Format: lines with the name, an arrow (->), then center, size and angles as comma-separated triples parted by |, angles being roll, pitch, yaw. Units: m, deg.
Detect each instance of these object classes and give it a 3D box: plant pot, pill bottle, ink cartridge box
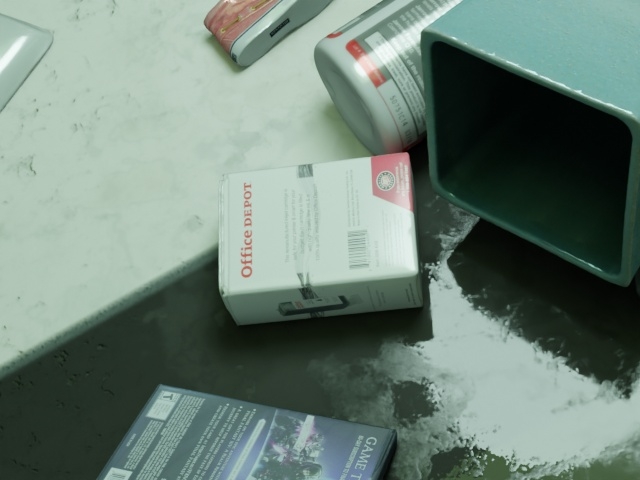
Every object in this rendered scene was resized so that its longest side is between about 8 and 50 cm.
plant pot -> 0.279, -0.158, 1.484 | 0.247, 0.247, 0.252 | 28, 59, 28
pill bottle -> 0.149, -0.232, 1.668 | 0.283, 0.161, 0.161 | -33, 61, -8
ink cartridge box -> 0.000, 0.000, 1.612 | 0.217, 0.092, 0.159 | -5, 61, 6

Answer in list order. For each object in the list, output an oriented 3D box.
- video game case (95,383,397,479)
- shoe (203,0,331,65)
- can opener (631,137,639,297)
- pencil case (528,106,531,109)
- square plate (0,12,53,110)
video game case -> -0.078, 0.237, 1.484 | 0.274, 0.026, 0.196 | 10, 34, 15
shoe -> -0.060, -0.300, 1.801 | 0.178, 0.063, 0.081 | -40, 67, -7
can opener -> 0.346, -0.050, 1.588 | 0.093, 0.074, 0.280 | -16, 60, 20
pencil case -> 0.283, -0.187, 1.673 | 0.151, 0.064, 0.070 | -44, 101, -14
square plate -> -0.575, -0.203, 1.858 | 0.347, 0.049, 0.344 | 25, 70, 22
